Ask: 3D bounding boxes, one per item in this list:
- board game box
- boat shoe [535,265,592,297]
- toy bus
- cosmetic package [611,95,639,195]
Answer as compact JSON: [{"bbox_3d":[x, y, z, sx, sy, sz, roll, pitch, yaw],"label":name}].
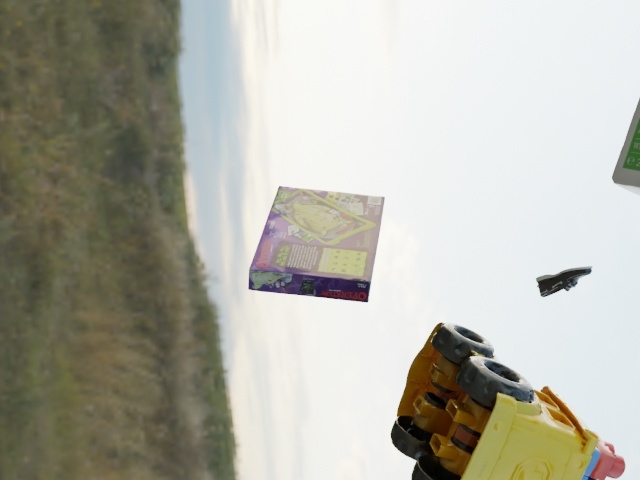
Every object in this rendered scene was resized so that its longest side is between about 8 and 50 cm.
[{"bbox_3d":[0.000,0.000,2.240,0.347,0.208,0.056,-74,174,-63],"label":"board game box"},{"bbox_3d":[0.428,0.071,2.206,0.125,0.046,0.038,-21,-106,48],"label":"boat shoe"},{"bbox_3d":[0.201,0.198,1.315,0.220,0.211,0.150,-122,-129,-68],"label":"toy bus"},{"bbox_3d":[0.440,-0.191,1.169,0.197,0.155,0.366,18,-90,59],"label":"cosmetic package"}]
